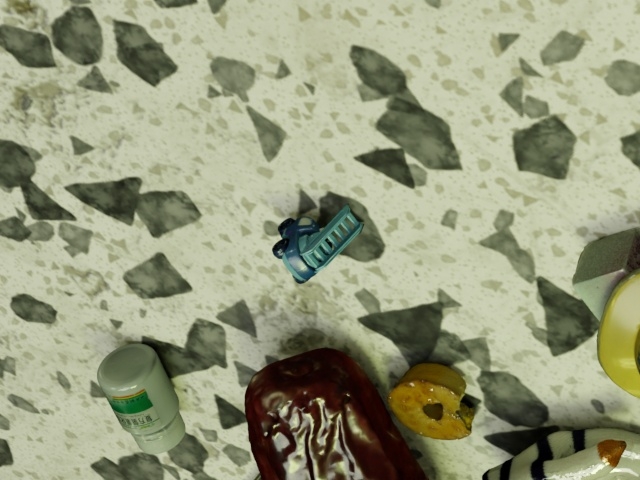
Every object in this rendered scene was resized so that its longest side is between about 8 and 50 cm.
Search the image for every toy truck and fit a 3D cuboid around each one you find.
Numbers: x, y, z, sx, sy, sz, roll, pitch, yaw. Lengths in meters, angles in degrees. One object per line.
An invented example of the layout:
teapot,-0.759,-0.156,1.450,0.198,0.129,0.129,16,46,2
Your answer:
toy truck,0.000,0.000,1.876,0.090,0.073,0.056,-24,120,27

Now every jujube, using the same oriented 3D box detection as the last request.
jujube,0.022,0.281,2.064,0.216,0.216,0.342,-5,123,32

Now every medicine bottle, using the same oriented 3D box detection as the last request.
medicine bottle,-0.218,0.198,2.183,0.080,0.080,0.130,2,133,27

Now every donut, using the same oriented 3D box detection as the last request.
donut,0.128,0.181,2.011,0.097,0.043,0.108,8,137,20

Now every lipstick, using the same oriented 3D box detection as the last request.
lipstick,0.373,0.125,1.803,0.068,0.066,0.317,-20,121,40

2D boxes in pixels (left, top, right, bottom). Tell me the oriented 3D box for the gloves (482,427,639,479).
gloves,0.298,0.269,1.968,0.219,0.131,0.140,-21,112,11

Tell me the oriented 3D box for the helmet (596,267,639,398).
helmet,0.401,0.127,1.677,0.257,0.140,0.205,6,121,-5

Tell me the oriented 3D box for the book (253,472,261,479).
book,0.033,0.373,2.275,0.269,0.025,0.191,30,140,-4
